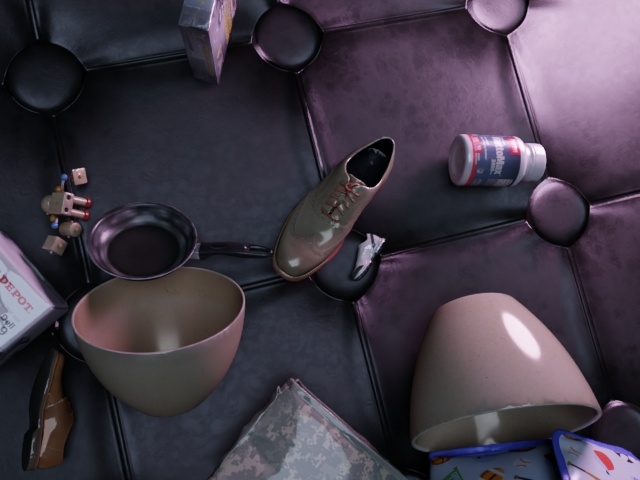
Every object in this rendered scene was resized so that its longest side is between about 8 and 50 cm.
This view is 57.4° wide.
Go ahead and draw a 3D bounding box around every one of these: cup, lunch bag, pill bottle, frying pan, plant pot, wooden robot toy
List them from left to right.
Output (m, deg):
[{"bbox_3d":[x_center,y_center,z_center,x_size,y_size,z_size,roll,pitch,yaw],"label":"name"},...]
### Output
[{"bbox_3d":[-0.498,-0.058,1.119,0.079,0.076,0.174,3,80,27],"label":"wooden robot toy"},{"bbox_3d":[-0.273,0.193,1.028,0.283,0.284,0.191,-3,115,-9],"label":"plant pot"},{"bbox_3d":[-0.271,-0.005,1.115,0.326,0.053,0.197,-8,49,-19],"label":"frying pan"},{"bbox_3d":[-0.030,0.421,1.062,0.287,0.169,0.235,43,79,-6],"label":"lunch bag"},{"bbox_3d":[0.313,0.240,1.092,0.330,0.331,0.237,-1,58,-9],"label":"cup"},{"bbox_3d":[0.372,-0.167,1.233,0.180,0.108,0.108,0,82,-9],"label":"pill bottle"},{"bbox_3d":[0.383,0.498,0.955,0.385,0.328,0.239,-10,112,14],"label":"lunch bag"}]

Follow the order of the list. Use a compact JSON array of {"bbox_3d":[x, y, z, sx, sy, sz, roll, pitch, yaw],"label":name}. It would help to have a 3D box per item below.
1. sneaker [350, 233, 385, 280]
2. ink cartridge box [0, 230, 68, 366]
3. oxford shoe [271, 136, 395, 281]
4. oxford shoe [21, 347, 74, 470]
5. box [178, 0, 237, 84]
[{"bbox_3d":[0.089,0.034,1.202,0.043,0.040,0.109,30,75,13],"label":"sneaker"},{"bbox_3d":[-0.637,0.137,1.029,0.289,0.121,0.211,-42,91,-12],"label":"ink cartridge box"},{"bbox_3d":[0.026,-0.075,1.130,0.123,0.130,0.348,35,68,2],"label":"oxford shoe"},{"bbox_3d":[-0.487,0.305,1.068,0.076,0.076,0.212,12,77,-37],"label":"oxford shoe"},{"bbox_3d":[-0.209,-0.431,1.116,0.056,0.231,0.183,12,80,-4],"label":"box"}]
